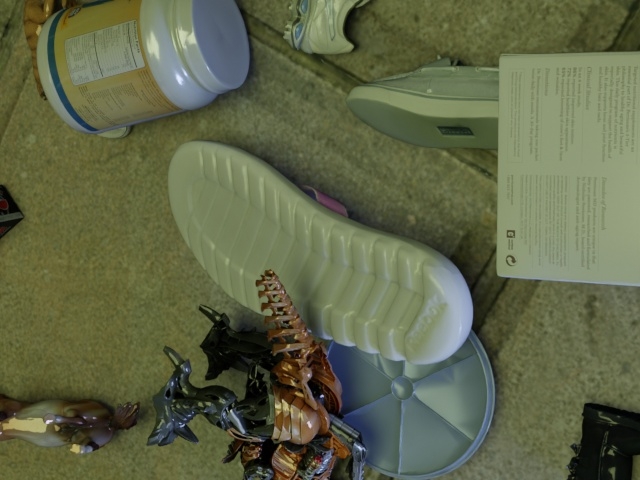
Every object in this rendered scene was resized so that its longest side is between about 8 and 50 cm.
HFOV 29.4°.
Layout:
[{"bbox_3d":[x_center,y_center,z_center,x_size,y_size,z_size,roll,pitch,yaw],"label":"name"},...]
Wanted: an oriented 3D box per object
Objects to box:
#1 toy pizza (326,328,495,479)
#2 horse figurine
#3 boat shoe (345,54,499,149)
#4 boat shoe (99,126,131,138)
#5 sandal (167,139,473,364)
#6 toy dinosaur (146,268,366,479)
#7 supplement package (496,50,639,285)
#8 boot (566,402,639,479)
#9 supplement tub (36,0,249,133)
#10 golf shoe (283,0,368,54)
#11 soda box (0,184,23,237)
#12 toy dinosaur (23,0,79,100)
[{"bbox_3d":[0.094,0.157,1.313,0.201,0.032,0.201,2,95,26],"label":"toy pizza"},{"bbox_3d":[-0.328,0.216,1.455,0.263,0.174,0.066,1,88,11],"label":"horse figurine"},{"bbox_3d":[0.131,-0.145,1.242,0.227,0.079,0.081,10,64,39],"label":"boat shoe"},{"bbox_3d":[-0.272,-0.145,1.441,0.100,0.035,0.035,23,104,20],"label":"boat shoe"},{"bbox_3d":[-0.003,0.014,1.307,0.416,0.102,0.169,30,122,32],"label":"sandal"},{"bbox_3d":[-0.047,0.165,1.304,0.218,0.164,0.322,16,109,22],"label":"toy dinosaur"},{"bbox_3d":[0.315,-0.067,1.085,0.262,0.198,0.199,4,97,31],"label":"supplement package"},{"bbox_3d":[0.306,0.222,1.220,0.121,0.045,0.099,11,98,30],"label":"boot"},{"bbox_3d":[-0.194,-0.204,1.341,0.199,0.144,0.144,-11,91,24],"label":"supplement tub"},{"bbox_3d":[0.018,-0.283,1.294,0.086,0.069,0.176,12,104,2],"label":"golf shoe"},{"bbox_3d":[-0.453,0.001,1.525,0.169,0.060,0.053,-38,83,23],"label":"soda box"},{"bbox_3d":[-0.328,-0.272,1.438,0.112,0.064,0.212,-8,92,26],"label":"toy dinosaur"}]
